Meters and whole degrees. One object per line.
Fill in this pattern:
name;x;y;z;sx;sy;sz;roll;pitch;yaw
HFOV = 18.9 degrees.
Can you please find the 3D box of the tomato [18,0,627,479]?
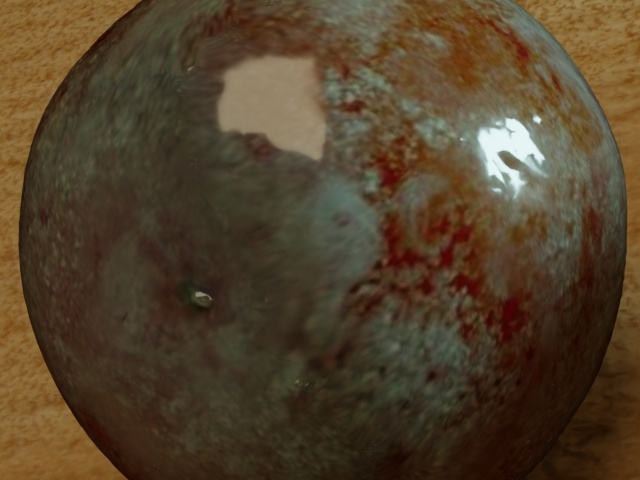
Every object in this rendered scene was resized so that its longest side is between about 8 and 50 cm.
tomato;0.000;0.000;0.990;0.316;0.317;0.282;-7;4;26
